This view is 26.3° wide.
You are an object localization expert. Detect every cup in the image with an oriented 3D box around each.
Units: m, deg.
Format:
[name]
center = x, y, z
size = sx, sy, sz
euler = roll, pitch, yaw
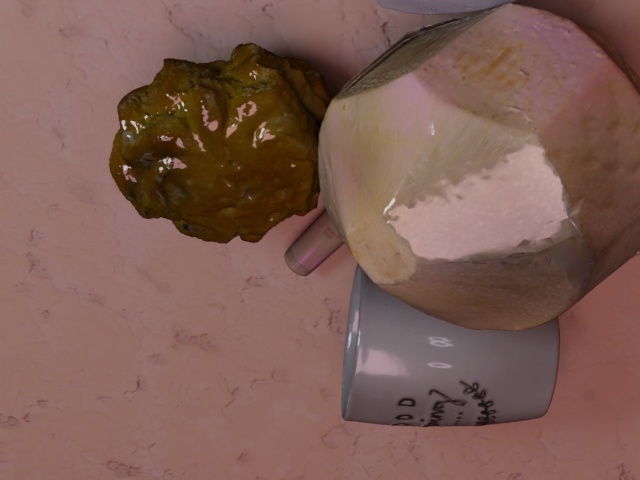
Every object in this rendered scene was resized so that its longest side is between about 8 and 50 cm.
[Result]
[cup]
center = 0.143, 0.146, 1.615
size = 0.234, 0.186, 0.258
euler = 8, 149, -4

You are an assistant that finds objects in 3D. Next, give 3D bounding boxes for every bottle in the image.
[bottle]
center = 0.000, 0.000, 1.612
size = 0.045, 0.045, 0.096
euler = 39, 118, -12

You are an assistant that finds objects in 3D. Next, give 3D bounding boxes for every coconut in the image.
[coconut]
center = 0.161, -0.060, 1.383
size = 0.353, 0.352, 0.352
euler = 4, 119, 7

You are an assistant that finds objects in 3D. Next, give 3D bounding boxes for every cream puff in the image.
[cream puff]
center = -0.100, -0.106, 1.482
size = 0.244, 0.196, 0.244
euler = 14, 143, 11

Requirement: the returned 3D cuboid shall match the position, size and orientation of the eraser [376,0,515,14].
[eraser]
center = 0.103, -0.349, 1.326
size = 0.174, 0.094, 0.270
euler = 0, 139, 23
